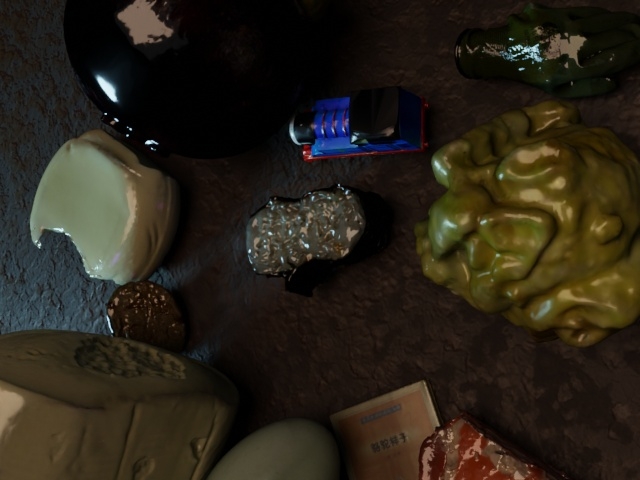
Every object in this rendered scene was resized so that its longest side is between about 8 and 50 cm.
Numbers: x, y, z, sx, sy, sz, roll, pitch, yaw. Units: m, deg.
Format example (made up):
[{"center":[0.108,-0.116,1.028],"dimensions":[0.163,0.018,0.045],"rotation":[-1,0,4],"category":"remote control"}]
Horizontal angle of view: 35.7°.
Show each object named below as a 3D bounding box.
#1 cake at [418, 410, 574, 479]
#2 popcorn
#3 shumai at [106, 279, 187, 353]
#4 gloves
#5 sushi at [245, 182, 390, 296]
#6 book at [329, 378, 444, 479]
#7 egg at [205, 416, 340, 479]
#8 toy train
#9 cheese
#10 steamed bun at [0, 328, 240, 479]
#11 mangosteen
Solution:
[{"center":[0.258,0.308,1.300],"dimensions":[0.287,0.098,0.135],"rotation":[9,77,27],"category":"cake"},{"center":[0.259,-0.019,1.210],"dimensions":[0.312,0.312,0.312],"rotation":[-3,84,28],"category":"popcorn"},{"center":[-0.290,0.127,1.632],"dimensions":[0.123,0.139,0.105],"rotation":[-31,35,-6],"category":"shumai"},{"center":[0.312,-0.255,1.331],"dimensions":[0.268,0.107,0.135],"rotation":[-2,115,26],"category":"gloves"},{"center":[0.000,0.000,1.466],"dimensions":[0.212,0.115,0.147],"rotation":[-18,74,28],"category":"sushi"},{"center":[0.120,0.340,1.422],"dimensions":[0.170,0.018,0.242],"rotation":[-26,74,24],"category":"book"},{"center":[-0.074,0.372,1.432],"dimensions":[0.183,0.183,0.264],"rotation":[38,97,26],"category":"egg"},{"center":[0.052,-0.167,1.443],"dimensions":[0.204,0.131,0.083],"rotation":[-3,85,29],"category":"toy train"},{"center":[-0.358,-0.054,1.660],"dimensions":[0.266,0.127,0.233],"rotation":[38,103,27],"category":"cheese"},{"center":[-0.369,0.317,1.448],"dimensions":[0.290,0.456,0.371],"rotation":[27,100,37],"category":"steamed bun"},{"center":[-0.166,-0.331,1.449],"dimensions":[0.382,0.382,0.435],"rotation":[29,87,28],"category":"mangosteen"}]
